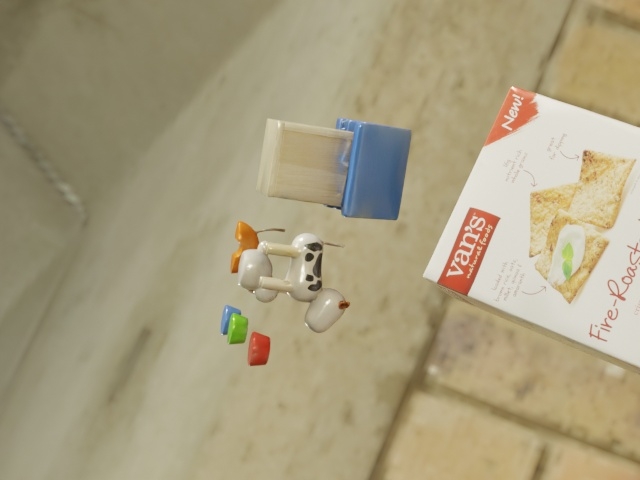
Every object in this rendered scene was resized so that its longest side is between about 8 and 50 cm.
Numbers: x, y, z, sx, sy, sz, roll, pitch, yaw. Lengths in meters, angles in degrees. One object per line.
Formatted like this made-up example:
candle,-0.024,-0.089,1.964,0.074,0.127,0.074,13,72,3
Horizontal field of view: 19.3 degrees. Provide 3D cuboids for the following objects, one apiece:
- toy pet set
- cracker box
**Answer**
toy pet set,0.000,0.000,0.865,0.065,0.114,0.122,8,4,-10
cracker box,0.206,0.002,1.305,0.232,0.156,0.067,22,-5,34
